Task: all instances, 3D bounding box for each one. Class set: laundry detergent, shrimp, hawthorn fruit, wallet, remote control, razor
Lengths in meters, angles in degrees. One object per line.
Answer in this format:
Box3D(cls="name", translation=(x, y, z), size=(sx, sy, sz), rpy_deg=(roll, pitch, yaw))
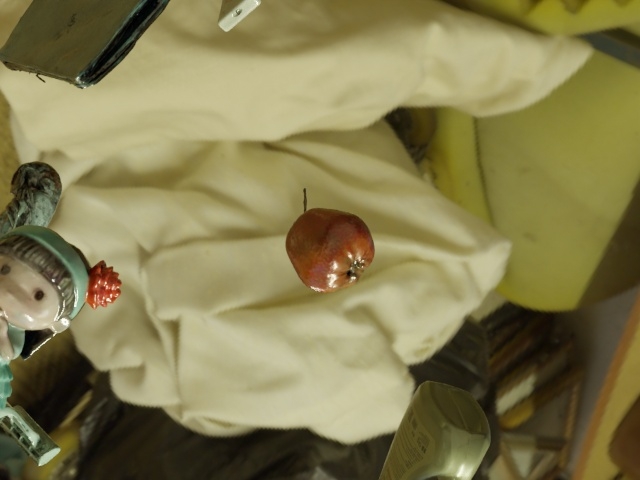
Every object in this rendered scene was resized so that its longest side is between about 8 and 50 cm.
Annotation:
Box3D(cls="laundry detergent", translation=(0.130, 0.321, 1.276), size=(0.091, 0.181, 0.253), rpy_deg=(17, 106, -13))
Box3D(cls="shrimp", translation=(-0.455, -0.017, 1.488), size=(0.090, 0.079, 0.232), rpy_deg=(135, -25, -65))
Box3D(cls="hawthorn fruit", translation=(0.000, 0.000, 1.876), size=(0.163, 0.203, 0.162), rpy_deg=(-30, 141, -28))
Box3D(cls="wallet", translation=(-0.354, -0.314, 1.446), size=(0.046, 0.379, 0.190), rpy_deg=(42, 79, -37))
Box3D(cls="remote control", translation=(-0.130, -0.432, 1.690), size=(0.087, 0.190, 0.029), rpy_deg=(-34, 123, 27))
Box3D(cls="razor", translation=(-0.447, 0.208, 1.187), size=(0.278, 0.111, 0.056), rpy_deg=(25, 94, -50))

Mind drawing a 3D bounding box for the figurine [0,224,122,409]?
Box3D(cls="figurine", translation=(-0.336, 0.098, 1.063), size=(0.138, 0.110, 0.245), rpy_deg=(40, 77, -12))
